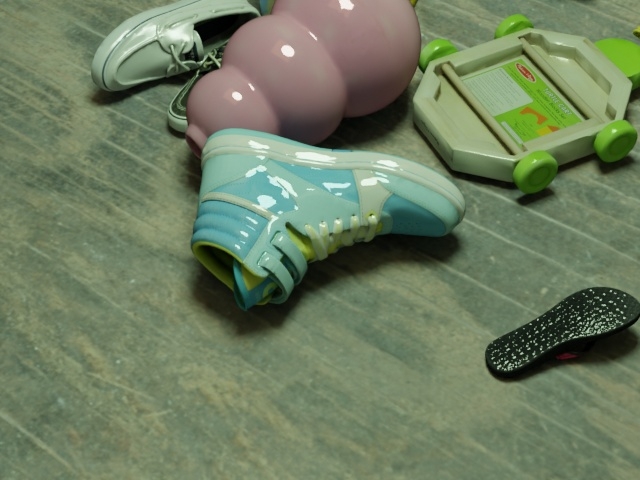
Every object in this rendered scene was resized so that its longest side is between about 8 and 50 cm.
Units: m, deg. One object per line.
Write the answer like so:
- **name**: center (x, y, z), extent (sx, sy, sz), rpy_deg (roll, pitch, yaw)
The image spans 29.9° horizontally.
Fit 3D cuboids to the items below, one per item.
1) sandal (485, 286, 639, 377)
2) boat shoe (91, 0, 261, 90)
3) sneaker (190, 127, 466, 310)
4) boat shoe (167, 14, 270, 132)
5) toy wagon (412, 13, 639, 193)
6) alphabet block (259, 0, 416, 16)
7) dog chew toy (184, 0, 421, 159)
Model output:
- **sandal**: center (0.267, 0.105, 1.323), extent (0.179, 0.040, 0.067), rpy_deg (-25, 44, 1)
- **boat shoe**: center (-0.195, -0.276, 1.655), extent (0.258, 0.095, 0.084), rpy_deg (-37, 51, -25)
- **sneaker**: center (0.000, 0.000, 1.386), extent (0.319, 0.127, 0.208), rpy_deg (10, 60, 5)
- **boat shoe**: center (-0.132, -0.231, 1.626), extent (0.078, 0.070, 0.219), rpy_deg (26, 54, 25)
- **toy wagon**: center (0.299, -0.192, 1.566), extent (0.344, 0.068, 0.267), rpy_deg (-20, 50, -15)
- **alphabet block**: center (0.033, -0.408, 1.699), extent (0.197, 0.192, 0.193), rpy_deg (14, 52, 17)
- **dog chew toy**: center (-0.031, -0.211, 1.527), extent (0.332, 0.206, 0.206), rpy_deg (-39, 56, -17)
